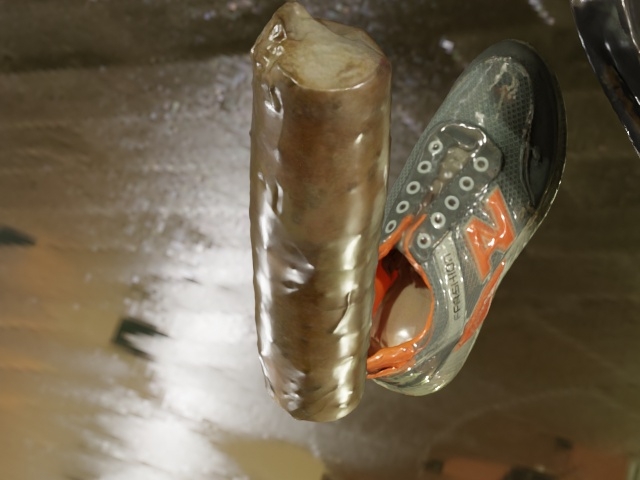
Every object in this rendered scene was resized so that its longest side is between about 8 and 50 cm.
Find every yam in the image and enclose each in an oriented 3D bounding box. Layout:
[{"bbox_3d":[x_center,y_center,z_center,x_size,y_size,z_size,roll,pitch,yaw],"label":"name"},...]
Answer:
[{"bbox_3d":[0.000,0.000,0.566,0.056,0.057,0.241,15,149,10],"label":"yam"}]

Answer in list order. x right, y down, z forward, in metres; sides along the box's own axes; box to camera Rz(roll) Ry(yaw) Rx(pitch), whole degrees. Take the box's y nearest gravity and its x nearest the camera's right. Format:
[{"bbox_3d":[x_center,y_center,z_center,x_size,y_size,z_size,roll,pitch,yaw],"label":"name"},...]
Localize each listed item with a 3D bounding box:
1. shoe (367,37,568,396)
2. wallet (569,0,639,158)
[{"bbox_3d":[0.064,-0.011,0.759,0.074,0.194,0.077,26,-172,24],"label":"shoe"},{"bbox_3d":[0.205,-0.063,0.746,0.051,0.197,0.377,-11,139,30],"label":"wallet"}]
